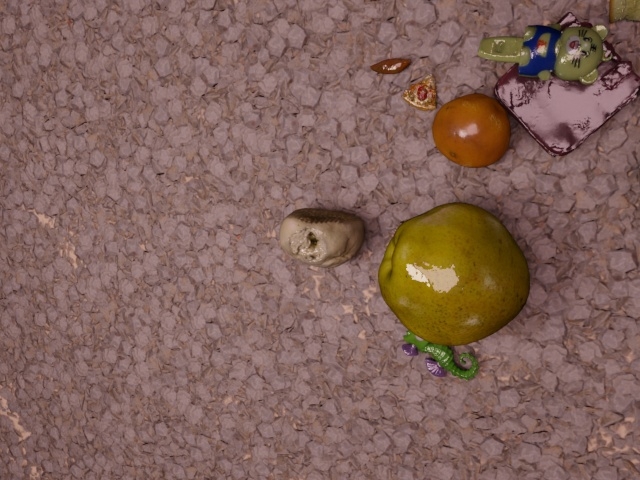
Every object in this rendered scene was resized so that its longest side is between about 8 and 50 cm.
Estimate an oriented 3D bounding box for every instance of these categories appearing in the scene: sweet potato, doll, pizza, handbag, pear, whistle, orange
[{"bbox_3d":[0.151,-0.377,1.171,0.095,0.034,0.034,1,101,31],"label":"sweet potato"},{"bbox_3d":[0.273,0.252,1.234,0.190,0.050,0.115,39,118,8],"label":"doll"},{"bbox_3d":[0.218,-0.322,1.158,0.083,0.025,0.078,23,110,16],"label":"pizza"},{"bbox_3d":[0.474,-0.294,1.041,0.203,0.074,0.216,47,110,7],"label":"handbag"},{"bbox_3d":[0.269,0.069,1.086,0.295,0.294,0.294,4,101,20],"label":"pear"},{"bbox_3d":[0.403,-0.343,0.976,0.228,0.085,0.105,13,93,20],"label":"whistle"},{"bbox_3d":[0.304,-0.221,1.078,0.159,0.159,0.136,37,86,11],"label":"orange"}]

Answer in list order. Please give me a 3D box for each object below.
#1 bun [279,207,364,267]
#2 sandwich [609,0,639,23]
[{"bbox_3d":[0.000,0.000,1.211,0.179,0.193,0.127,13,104,22],"label":"bun"},{"bbox_3d":[0.576,-0.524,0.950,0.094,0.096,0.257,11,101,24],"label":"sandwich"}]
